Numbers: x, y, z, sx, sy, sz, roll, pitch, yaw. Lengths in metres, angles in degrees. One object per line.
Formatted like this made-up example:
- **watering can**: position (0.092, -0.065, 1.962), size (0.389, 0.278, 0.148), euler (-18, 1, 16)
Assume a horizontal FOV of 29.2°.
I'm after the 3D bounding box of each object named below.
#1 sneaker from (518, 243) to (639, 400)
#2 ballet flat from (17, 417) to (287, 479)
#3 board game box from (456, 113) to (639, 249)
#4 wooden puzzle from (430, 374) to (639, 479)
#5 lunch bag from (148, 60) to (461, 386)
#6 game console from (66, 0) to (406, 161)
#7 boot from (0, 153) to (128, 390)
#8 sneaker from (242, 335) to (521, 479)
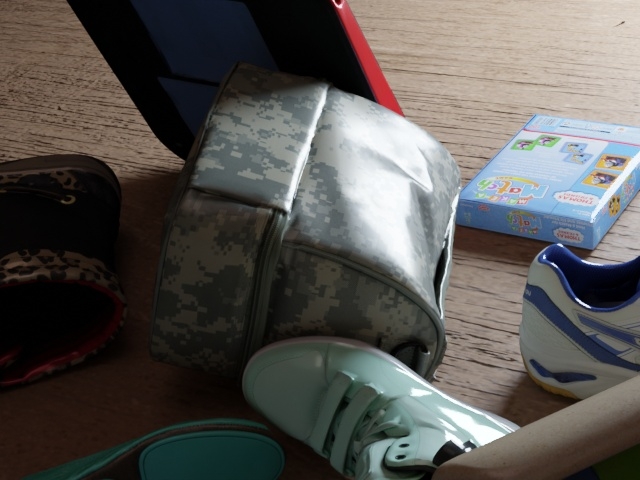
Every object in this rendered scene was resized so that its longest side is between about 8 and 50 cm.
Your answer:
- **sneaker**: position (0.311, 0.068, 1.014), size (0.296, 0.131, 0.112), euler (1, 30, 15)
- **ballet flat**: position (-0.153, 0.192, 0.991), size (0.247, 0.083, 0.087), euler (-18, 17, -17)
- **board game box**: position (0.265, -0.070, 1.347), size (0.160, 0.039, 0.211), euler (12, 36, 32)
- **wooden puzzle**: position (0.199, 0.159, 0.759), size (0.322, 0.348, 0.080), euler (-21, 65, -18)
- **lunch bag**: position (0.000, 0.000, 1.140), size (0.256, 0.212, 0.305), euler (12, 36, 3)
- **game console**: position (-0.087, -0.173, 1.336), size (0.386, 0.342, 0.060), euler (14, 64, 34)
- **boot**: position (-0.377, 0.037, 1.264), size (0.377, 0.138, 0.284), euler (-10, 30, -12)
- **sneaker**: position (0.029, 0.146, 0.930), size (0.256, 0.094, 0.151), euler (18, 14, 23)
